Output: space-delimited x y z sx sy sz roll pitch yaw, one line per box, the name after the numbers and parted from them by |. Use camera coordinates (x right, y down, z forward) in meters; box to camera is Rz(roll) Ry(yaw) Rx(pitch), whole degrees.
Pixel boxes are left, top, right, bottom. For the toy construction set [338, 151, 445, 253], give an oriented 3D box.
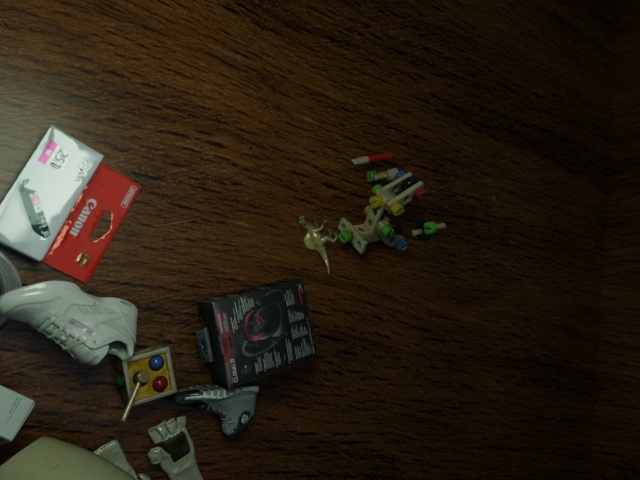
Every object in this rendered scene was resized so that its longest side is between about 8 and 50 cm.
0.155 -0.102 1.650 0.237 0.257 0.308 -12 72 -26 | toy construction set

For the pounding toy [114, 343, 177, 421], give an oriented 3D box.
-0.409 0.322 1.296 0.141 0.100 0.130 -11 92 -34 | pounding toy

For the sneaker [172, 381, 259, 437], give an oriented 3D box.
-0.255 0.426 1.405 0.229 0.086 0.132 4 87 -35 | sneaker

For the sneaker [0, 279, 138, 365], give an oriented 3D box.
-0.510 0.174 1.177 0.305 0.114 0.152 23 42 -45 | sneaker

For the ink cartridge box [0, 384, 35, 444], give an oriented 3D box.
-0.680 0.311 1.076 0.208 0.153 0.087 37 48 -26 | ink cartridge box

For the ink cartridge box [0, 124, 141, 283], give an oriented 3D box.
-0.556 -0.074 1.252 0.239 0.060 0.275 33 70 -27 | ink cartridge box

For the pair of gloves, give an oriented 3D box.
-0.400 0.542 1.323 0.240 0.042 0.204 -17 96 -33 | pair of gloves

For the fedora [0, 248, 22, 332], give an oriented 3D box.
-0.720 0.112 1.088 0.275 0.124 0.243 -31 104 -31 | fedora

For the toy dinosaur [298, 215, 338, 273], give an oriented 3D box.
0.000 0.000 1.635 0.093 0.053 0.183 -32 97 -16 | toy dinosaur

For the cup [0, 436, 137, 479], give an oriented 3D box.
-0.536 0.529 1.097 0.331 0.331 0.237 -40 87 -29 | cup

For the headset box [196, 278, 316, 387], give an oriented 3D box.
-0.174 0.234 1.454 0.293 0.110 0.218 -13 93 -34 | headset box
